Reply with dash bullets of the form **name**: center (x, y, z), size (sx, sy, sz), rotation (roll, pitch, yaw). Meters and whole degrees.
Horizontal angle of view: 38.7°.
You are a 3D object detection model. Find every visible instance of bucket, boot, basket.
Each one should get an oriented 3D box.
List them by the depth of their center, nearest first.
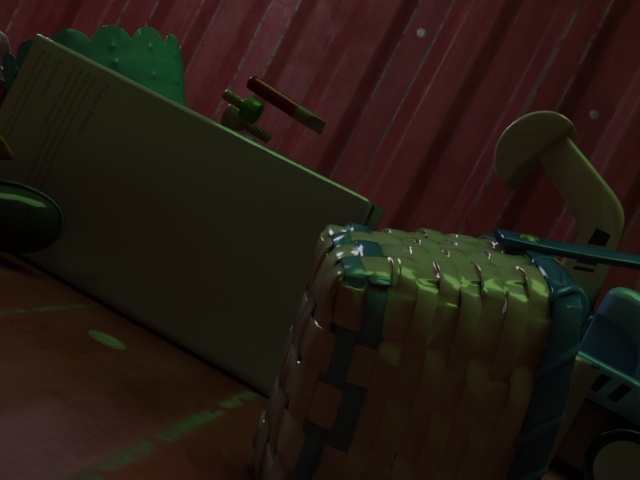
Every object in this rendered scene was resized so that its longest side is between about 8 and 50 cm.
- **basket**: center (0.116, 0.108, 0.606), size (0.289, 0.254, 0.201), rotation (17, 11, -6)
- **boot**: center (-0.312, -0.022, 0.757), size (0.190, 0.076, 0.208), rotation (12, 1, -15)
- **bucket**: center (-0.329, -0.191, 1.373), size (0.281, 0.183, 0.281), rotation (-10, -5, -1)

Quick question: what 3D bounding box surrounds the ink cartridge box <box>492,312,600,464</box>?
- **ink cartridge box**: center (0.135, 0.142, 0.936), size (0.233, 0.168, 0.171), rotation (29, 3, 25)

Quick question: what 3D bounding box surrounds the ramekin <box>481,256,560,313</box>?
- **ramekin**: center (0.344, 0.145, 1.740), size (0.135, 0.277, 0.277), rotation (19, -2, 33)

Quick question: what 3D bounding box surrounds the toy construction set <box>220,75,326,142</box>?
- **toy construction set**: center (-0.088, -0.060, 1.384), size (0.237, 0.309, 0.257), rotation (33, 12, 11)

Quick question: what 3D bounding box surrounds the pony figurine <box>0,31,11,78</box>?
- **pony figurine**: center (-0.835, -0.492, 2.029), size (0.303, 0.351, 0.363), rotation (23, 23, -10)

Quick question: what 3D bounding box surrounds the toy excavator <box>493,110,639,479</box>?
- **toy excavator**: center (0.382, 0.089, 1.300), size (0.433, 0.445, 0.222), rotation (29, 3, 22)

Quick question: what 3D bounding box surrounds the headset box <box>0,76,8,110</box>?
- **headset box**: center (-0.471, -0.185, 1.663), size (0.293, 0.110, 0.218), rotation (28, 3, 18)

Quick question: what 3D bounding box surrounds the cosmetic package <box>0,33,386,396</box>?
- **cosmetic package**: center (-0.150, -0.028, 0.945), size (0.385, 0.217, 0.156), rotation (29, 4, 8)

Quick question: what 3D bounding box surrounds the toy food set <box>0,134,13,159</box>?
- **toy food set**: center (-0.365, -0.100, 0.743), size (0.218, 0.071, 0.128), rotation (-1, 9, -20)
